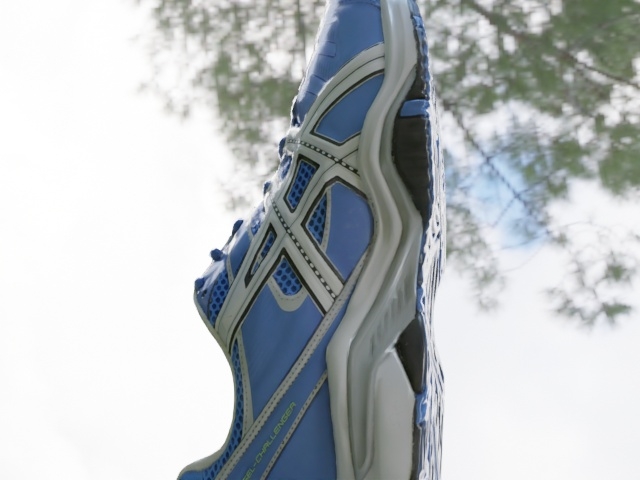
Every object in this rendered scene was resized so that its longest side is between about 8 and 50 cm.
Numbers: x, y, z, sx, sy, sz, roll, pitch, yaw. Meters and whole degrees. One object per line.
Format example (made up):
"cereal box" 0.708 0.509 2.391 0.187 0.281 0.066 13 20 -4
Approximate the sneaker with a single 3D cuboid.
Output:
"sneaker" 0.000 0.000 0.419 0.081 0.080 0.211 0 -113 11
